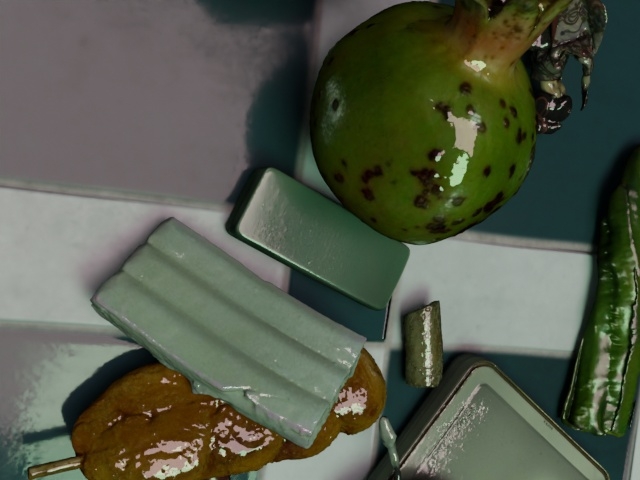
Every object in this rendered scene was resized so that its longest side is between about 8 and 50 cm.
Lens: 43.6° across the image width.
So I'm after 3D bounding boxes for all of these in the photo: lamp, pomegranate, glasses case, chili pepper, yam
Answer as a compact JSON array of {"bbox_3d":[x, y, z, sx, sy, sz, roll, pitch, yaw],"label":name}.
[{"bbox_3d":[0.178,0.303,0.907,0.269,0.047,0.266,43,77,-20],"label":"lamp"},{"bbox_3d":[0.103,-0.118,0.714,0.230,0.286,0.231,3,75,-12],"label":"pomegranate"},{"bbox_3d":[0.000,0.000,0.812,0.184,0.039,0.078,29,82,-22],"label":"glasses case"},{"bbox_3d":[0.361,0.055,0.956,0.084,0.076,0.359,12,90,2],"label":"chili pepper"},{"bbox_3d":[0.111,0.112,0.867,0.043,0.043,0.094,-6,95,-22],"label":"yam"}]

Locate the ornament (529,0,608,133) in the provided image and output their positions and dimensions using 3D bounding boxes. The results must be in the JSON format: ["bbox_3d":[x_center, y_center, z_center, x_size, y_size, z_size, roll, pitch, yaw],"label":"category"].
[{"bbox_3d":[0.272,-0.211,0.868,0.153,0.166,0.196,-6,117,-1],"label":"ornament"}]

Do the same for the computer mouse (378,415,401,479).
[{"bbox_3d":[0.098,0.362,0.815,0.167,0.090,0.380,-13,100,-18],"label":"computer mouse"}]

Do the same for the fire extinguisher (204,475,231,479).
[{"bbox_3d":[-0.106,0.299,0.790,0.064,0.043,0.158,-12,103,-64],"label":"fire extinguisher"}]

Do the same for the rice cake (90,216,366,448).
[{"bbox_3d":[-0.081,0.082,0.734,0.237,0.043,0.127,34,60,1],"label":"rice cake"}]

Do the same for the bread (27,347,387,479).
[{"bbox_3d":[-0.099,0.168,0.761,0.344,0.084,0.124,-12,69,-21],"label":"bread"}]
